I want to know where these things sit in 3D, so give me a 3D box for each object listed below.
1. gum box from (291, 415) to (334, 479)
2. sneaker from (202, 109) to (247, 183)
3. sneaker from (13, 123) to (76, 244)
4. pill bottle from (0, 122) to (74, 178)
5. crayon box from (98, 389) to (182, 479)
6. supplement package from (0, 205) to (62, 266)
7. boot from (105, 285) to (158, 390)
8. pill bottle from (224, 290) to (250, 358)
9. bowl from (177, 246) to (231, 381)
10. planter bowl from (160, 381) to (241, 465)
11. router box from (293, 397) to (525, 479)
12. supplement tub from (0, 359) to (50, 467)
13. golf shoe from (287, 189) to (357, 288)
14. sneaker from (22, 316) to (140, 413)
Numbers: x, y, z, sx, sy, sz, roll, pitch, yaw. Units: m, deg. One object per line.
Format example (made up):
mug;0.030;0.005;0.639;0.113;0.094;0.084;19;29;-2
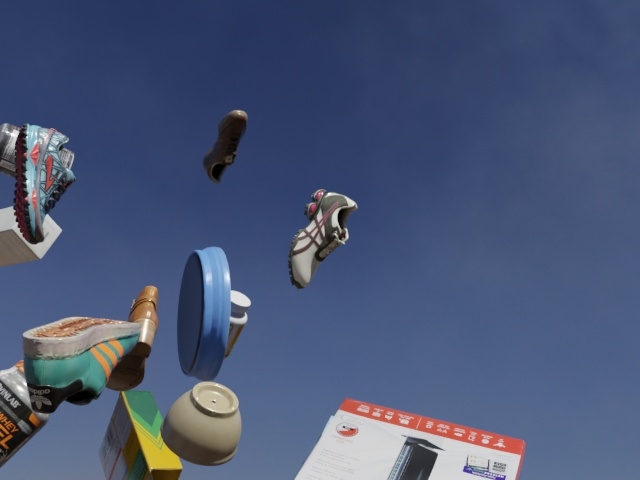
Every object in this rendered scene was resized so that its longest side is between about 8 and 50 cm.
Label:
gum box;-0.017;0.517;1.795;0.041;0.184;0.157;33;8;7
sneaker;-0.208;-0.210;1.746;0.066;0.071;0.188;0;-40;-36
sneaker;-0.589;-0.121;1.651;0.125;0.262;0.104;3;-8;-32
pill bottle;-0.796;-0.228;2.031;0.245;0.131;0.130;25;-33;-26
crayon box;-0.414;0.524;1.758;0.083;0.323;0.203;10;-66;-33
supplement package;-0.738;-0.013;1.845;0.179;0.105;0.105;-9;-50;31
boot;-0.369;0.197;1.520;0.072;0.152;0.197;24;-53;-23
pill bottle;-0.309;0.272;2.485;0.117;0.118;0.208;17;-69;-27
bowl;-0.346;0.211;2.220;0.077;0.391;0.391;5;-25;-21
planter bowl;-0.225;0.353;1.527;0.162;0.162;0.109;15;-68;-24
router box;0.146;0.410;1.263;0.335;0.301;0.082;10;-65;19
supplement tub;-0.846;0.474;1.982;0.193;0.316;0.194;34;-27;20
golf shoe;0.000;0.000;1.980;0.120;0.273;0.105;13;-11;30
sneaker;-0.373;0.188;1.196;0.108;0.121;0.302;5;1;11
